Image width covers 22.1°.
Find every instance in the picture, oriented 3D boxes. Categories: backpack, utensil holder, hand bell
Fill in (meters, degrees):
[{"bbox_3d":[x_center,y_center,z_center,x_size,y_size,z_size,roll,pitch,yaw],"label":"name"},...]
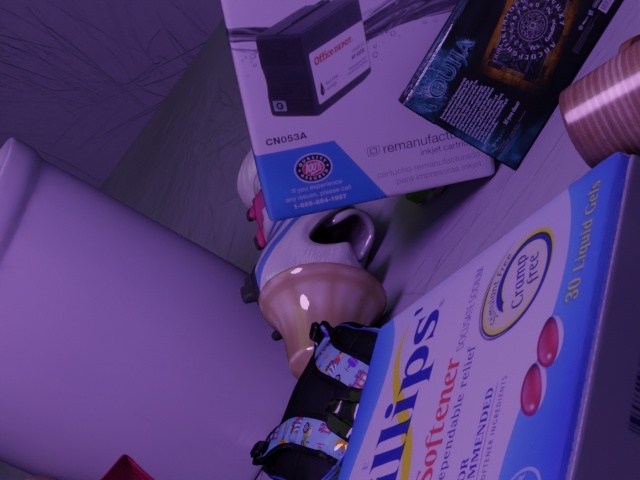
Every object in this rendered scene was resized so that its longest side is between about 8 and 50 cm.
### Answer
[{"bbox_3d":[0.037,0.149,1.344,0.158,0.117,0.173,-64,15,-9],"label":"backpack"},{"bbox_3d":[-0.249,0.118,1.814,0.327,0.385,0.327,-54,18,26],"label":"utensil holder"},{"bbox_3d":[0.006,0.153,1.528,0.126,0.126,0.242,-47,34,42],"label":"hand bell"}]

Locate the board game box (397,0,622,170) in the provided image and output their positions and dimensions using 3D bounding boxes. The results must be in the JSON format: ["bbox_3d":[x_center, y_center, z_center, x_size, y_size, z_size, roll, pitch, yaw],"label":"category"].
[{"bbox_3d":[0.170,-0.172,1.464,0.186,0.126,0.026,-58,15,10],"label":"board game box"}]

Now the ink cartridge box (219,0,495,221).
[{"bbox_3d":[0.025,-0.198,1.522,0.129,0.223,0.307,-103,1,-67],"label":"ink cartridge box"}]

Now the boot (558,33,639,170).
[{"bbox_3d":[0.289,-0.125,1.019,0.220,0.109,0.283,-25,-9,28],"label":"boot"}]

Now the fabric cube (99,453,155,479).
[{"bbox_3d":[-0.167,0.371,1.227,0.258,0.259,0.254,-54,-5,27],"label":"fabric cube"}]

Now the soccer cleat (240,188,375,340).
[{"bbox_3d":[0.000,0.000,1.790,0.143,0.116,0.331,-32,20,13],"label":"soccer cleat"}]

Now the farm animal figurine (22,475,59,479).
[{"bbox_3d":[-0.213,0.369,1.611,0.327,0.172,0.330,-33,64,49],"label":"farm animal figurine"}]

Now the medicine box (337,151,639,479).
[{"bbox_3d":[0.135,0.137,0.992,0.289,0.149,0.263,-41,25,50],"label":"medicine box"}]

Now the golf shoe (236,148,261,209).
[{"bbox_3d":[0.007,-0.163,2.046,0.140,0.115,0.306,14,82,63],"label":"golf shoe"}]

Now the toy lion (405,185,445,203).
[{"bbox_3d":[0.108,-0.079,1.688,0.096,0.034,0.100,-50,18,58],"label":"toy lion"}]
